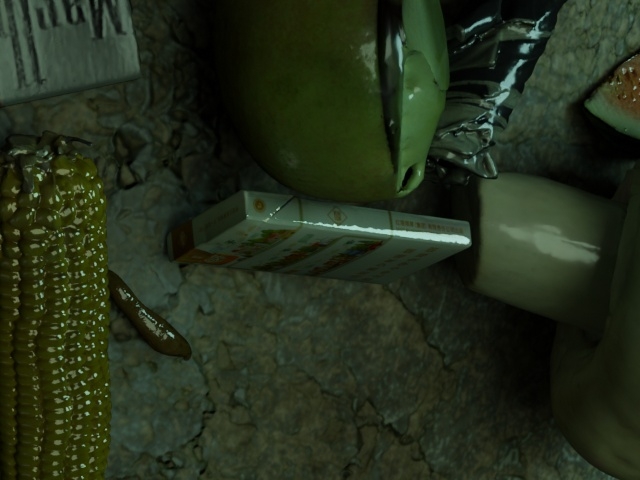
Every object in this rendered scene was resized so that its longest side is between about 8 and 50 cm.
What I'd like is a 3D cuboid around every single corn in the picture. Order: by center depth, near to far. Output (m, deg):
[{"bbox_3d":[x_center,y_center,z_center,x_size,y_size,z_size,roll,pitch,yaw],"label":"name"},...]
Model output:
[{"bbox_3d":[-0.201,0.072,1.015,0.106,0.106,0.305,-12,109,-30],"label":"corn"}]

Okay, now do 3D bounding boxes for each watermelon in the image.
[{"bbox_3d":[0.363,-0.146,1.364,0.245,0.063,0.119,-28,95,-20],"label":"watermelon"}]

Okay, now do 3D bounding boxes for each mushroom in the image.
[{"bbox_3d":[0.308,0.058,1.218,0.353,0.353,0.325,-14,93,-30],"label":"mushroom"}]

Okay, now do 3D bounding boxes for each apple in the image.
[{"bbox_3d":[0.005,-0.129,1.045,0.174,0.207,0.188,-1,107,-26],"label":"apple"}]

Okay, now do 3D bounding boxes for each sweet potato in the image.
[{"bbox_3d":[-0.140,0.063,1.098,0.026,0.026,0.115,-49,121,-15],"label":"sweet potato"}]

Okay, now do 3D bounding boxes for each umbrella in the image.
[{"bbox_3d":[0.162,-0.209,1.192,0.106,0.113,0.358,35,73,-20],"label":"umbrella"}]

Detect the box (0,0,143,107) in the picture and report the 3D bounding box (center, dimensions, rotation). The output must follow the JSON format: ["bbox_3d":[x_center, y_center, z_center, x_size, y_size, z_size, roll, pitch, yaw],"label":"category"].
[{"bbox_3d":[-0.221,-0.157,0.993,0.177,0.036,0.115,-16,108,-30],"label":"box"}]

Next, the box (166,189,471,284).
[{"bbox_3d":[0.000,0.001,1.121,0.220,0.122,0.032,7,70,-35],"label":"box"}]
